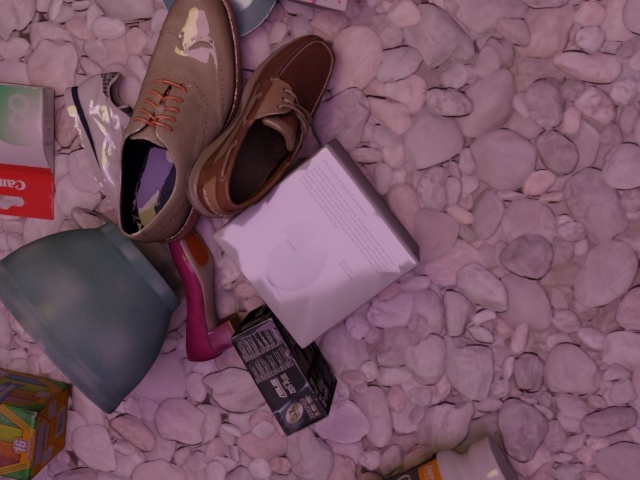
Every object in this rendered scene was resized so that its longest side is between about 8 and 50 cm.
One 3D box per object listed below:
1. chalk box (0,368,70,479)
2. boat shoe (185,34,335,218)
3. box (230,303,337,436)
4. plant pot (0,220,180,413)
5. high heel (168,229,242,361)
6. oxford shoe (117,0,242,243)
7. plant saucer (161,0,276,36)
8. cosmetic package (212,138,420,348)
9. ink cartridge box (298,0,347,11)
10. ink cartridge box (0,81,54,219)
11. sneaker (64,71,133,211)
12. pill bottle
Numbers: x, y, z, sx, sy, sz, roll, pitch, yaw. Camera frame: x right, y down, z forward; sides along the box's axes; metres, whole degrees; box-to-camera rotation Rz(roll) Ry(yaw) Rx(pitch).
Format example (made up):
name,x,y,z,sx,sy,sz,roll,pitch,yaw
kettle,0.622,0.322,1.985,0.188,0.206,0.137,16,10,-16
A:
name,x,y,z,sx,sy,sz,roll,pitch,yaw
chalk box,-0.563,0.306,1.333,0.213,0.132,0.133,10,102,5
boat shoe,-0.064,-0.164,1.131,0.123,0.116,0.324,39,74,-32
box,-0.054,0.194,1.241,0.077,0.147,0.180,-28,98,11
plant pot,-0.346,0.094,1.209,0.196,0.293,0.293,-42,95,-14
high heel,-0.222,0.084,1.283,0.117,0.082,0.244,-24,102,21
oxford shoe,-0.210,-0.183,1.141,0.140,0.146,0.397,11,96,9
plant saucer,-0.153,-0.404,1.186,0.194,0.037,0.195,1,102,6
cosmetic package,0.000,0.000,1.199,0.224,0.138,0.224,-36,95,14
ink cartridge box,-0.018,-0.391,1.125,0.143,0.090,0.092,6,106,-26
ink cartridge box,-0.533,-0.148,1.278,0.180,0.056,0.225,6,101,6
sneaker,-0.321,-0.150,1.238,0.094,0.090,0.235,-21,100,1
pill bottle,0.183,0.439,1.255,0.278,0.162,0.162,-32,96,12
